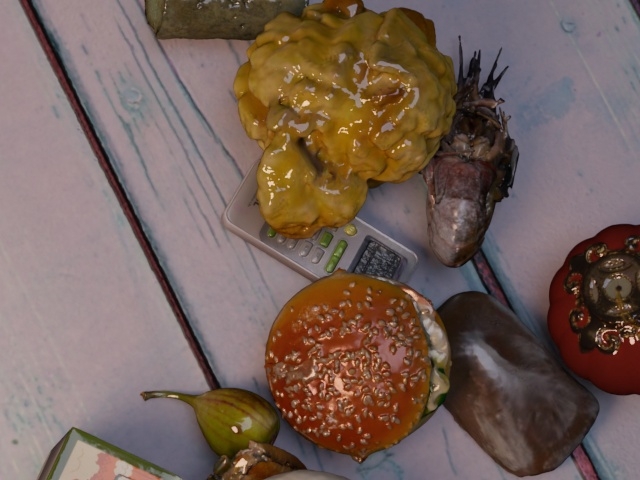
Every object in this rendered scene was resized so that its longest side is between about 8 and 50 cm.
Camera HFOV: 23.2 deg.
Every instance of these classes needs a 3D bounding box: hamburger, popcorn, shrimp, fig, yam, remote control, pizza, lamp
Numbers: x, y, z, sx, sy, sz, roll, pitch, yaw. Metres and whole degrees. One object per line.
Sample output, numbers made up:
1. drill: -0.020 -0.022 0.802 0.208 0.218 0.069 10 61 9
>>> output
1. hamburger: 0.044 0.145 1.875 0.237 0.147 0.237 0 82 -3
2. popcorn: 0.017 -0.161 1.902 0.265 0.225 0.332 35 78 1
3. shrimp: 0.191 -0.125 2.009 0.116 0.145 0.343 1 61 19
4. fig: -0.126 0.204 1.851 0.166 0.093 0.093 31 70 -8
5. yam: -0.119 -0.306 1.976 0.194 0.107 0.107 -1 76 -17
6. remote control: 0.000 0.000 1.970 0.250 0.034 0.103 33 70 -7
7. pizza: -0.106 0.309 1.830 0.195 0.185 0.052 -33 50 3
8. lamp: 0.402 0.089 1.978 0.227 0.227 0.227 4 75 -15

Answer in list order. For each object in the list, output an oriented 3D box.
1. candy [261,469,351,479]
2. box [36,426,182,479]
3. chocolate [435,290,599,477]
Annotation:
1. candy: -0.037 0.460 1.690 0.386 0.186 0.427 32 66 -43
2. box: -0.260 0.326 1.724 0.148 0.195 0.177 26 70 -9
3. chocolate: 0.240 0.178 1.970 0.254 0.080 0.157 46 69 -1
